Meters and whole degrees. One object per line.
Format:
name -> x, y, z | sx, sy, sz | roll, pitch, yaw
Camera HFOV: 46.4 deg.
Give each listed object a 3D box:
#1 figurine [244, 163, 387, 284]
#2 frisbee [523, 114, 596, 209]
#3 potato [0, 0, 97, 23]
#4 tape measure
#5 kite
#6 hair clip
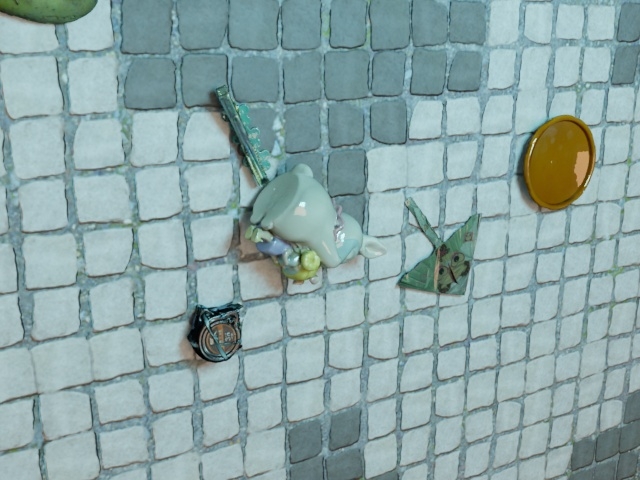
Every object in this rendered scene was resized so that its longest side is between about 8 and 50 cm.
figurine -> 0.000, 0.000, 1.233 | 0.235, 0.127, 0.155 | 40, 65, -34
frisbee -> 0.475, -0.157, 1.500 | 0.192, 0.035, 0.192 | -8, 108, -28
potato -> -0.383, -0.346, 0.962 | 0.198, 0.054, 0.119 | 31, 85, -32
tape measure -> -0.171, 0.151, 1.220 | 0.091, 0.054, 0.094 | 1, 97, -28
kite -> 0.227, 0.011, 1.426 | 0.229, 0.012, 0.250 | -42, 119, -16
hair clip -> -0.116, -0.165, 1.167 | 0.049, 0.049, 0.173 | -33, 123, -17
